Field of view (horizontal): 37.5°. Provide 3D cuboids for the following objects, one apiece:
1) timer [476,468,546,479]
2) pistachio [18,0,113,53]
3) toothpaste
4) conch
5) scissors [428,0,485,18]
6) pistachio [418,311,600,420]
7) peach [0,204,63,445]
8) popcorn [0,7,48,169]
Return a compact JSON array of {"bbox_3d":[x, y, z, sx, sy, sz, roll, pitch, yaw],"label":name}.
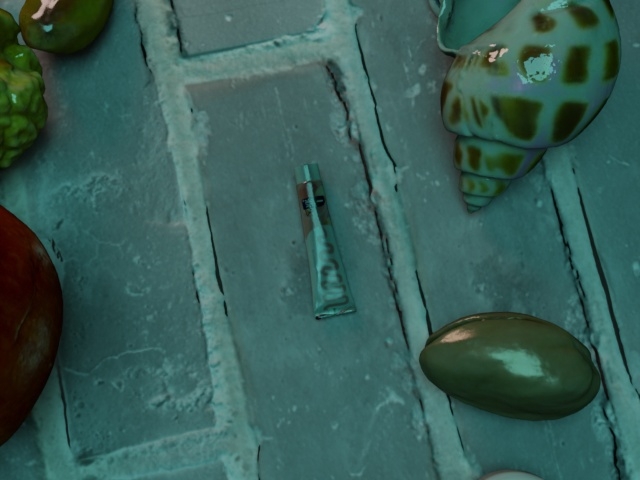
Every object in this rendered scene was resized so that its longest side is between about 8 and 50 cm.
[{"bbox_3d":[0.241,0.429,1.154,0.237,0.087,0.262,-40,83,-5],"label":"timer"},{"bbox_3d":[-0.342,-0.327,1.287,0.110,0.100,0.189,21,65,-20],"label":"pistachio"},{"bbox_3d":[0.000,0.000,1.258,0.056,0.036,0.205,-11,84,-3],"label":"toothpaste"},{"bbox_3d":[0.253,-0.225,1.215,0.249,0.197,0.368,31,85,29],"label":"conch"},{"bbox_3d":[0.195,-0.501,1.343,0.256,0.029,0.383,-30,80,-4],"label":"scissors"},{"bbox_3d":[0.238,0.156,1.187,0.226,0.136,0.136,8,80,8],"label":"pistachio"},{"bbox_3d":[-0.470,0.093,1.083,0.370,0.370,0.370,0,80,1],"label":"peach"},{"bbox_3d":[-0.479,-0.206,1.218,0.237,0.206,0.252,-23,63,13],"label":"popcorn"}]
